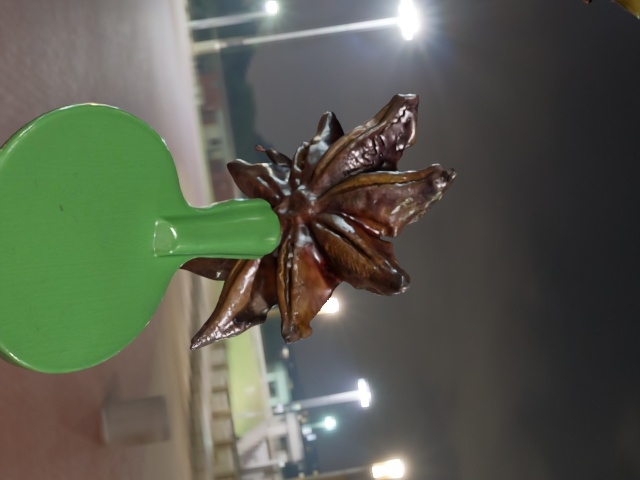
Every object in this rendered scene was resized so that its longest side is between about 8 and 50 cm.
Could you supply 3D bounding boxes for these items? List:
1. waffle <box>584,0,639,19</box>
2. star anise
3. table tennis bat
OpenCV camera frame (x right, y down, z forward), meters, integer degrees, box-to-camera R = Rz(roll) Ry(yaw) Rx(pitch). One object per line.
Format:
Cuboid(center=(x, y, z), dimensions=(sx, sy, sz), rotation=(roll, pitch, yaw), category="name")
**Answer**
Cuboid(center=(0.219, -0.226, 0.687), dimensions=(0.095, 0.382, 0.379), rotation=(-52, -131, 42), category="waffle")
Cuboid(center=(0.000, 0.000, 0.913), dimensions=(0.102, 0.272, 0.272), rotation=(50, 18, -39), category="star anise")
Cuboid(center=(-0.114, -0.003, 0.701), dimensions=(0.257, 0.039, 0.160), rotation=(-4, 106, -53), category="table tennis bat")
